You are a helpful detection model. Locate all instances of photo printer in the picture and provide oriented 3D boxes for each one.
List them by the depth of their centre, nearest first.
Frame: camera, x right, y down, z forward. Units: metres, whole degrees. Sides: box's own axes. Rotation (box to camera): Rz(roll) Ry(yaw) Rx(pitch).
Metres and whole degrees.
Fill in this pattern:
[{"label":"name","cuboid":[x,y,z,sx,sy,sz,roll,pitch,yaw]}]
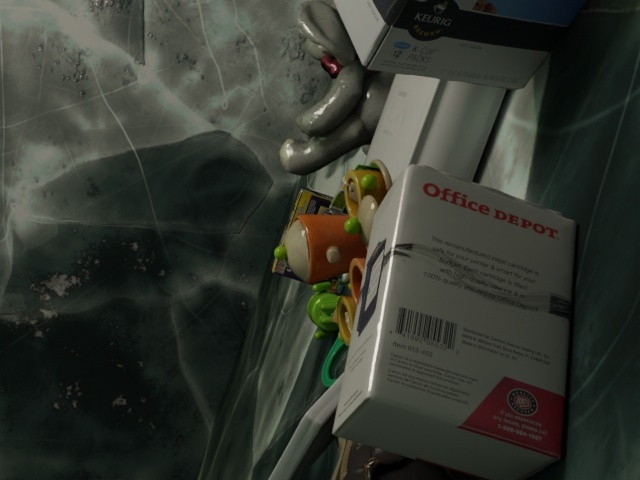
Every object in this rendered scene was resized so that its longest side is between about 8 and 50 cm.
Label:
[{"label":"photo printer","cuboid":[0.155,-0.169,1.351,0.256,0.107,0.308,-125,53,-75]}]

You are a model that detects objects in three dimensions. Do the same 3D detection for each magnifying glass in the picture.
[{"label":"magnifying glass","cuboid":[0.053,0.126,1.444,0.092,0.026,0.231,-35,27,38]}]

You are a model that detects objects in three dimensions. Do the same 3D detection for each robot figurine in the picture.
[{"label":"robot figurine","cuboid":[0.012,0.126,1.780,0.115,0.067,0.101,-164,69,-81]}]

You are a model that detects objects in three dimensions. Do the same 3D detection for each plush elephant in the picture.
[{"label":"plush elephant","cuboid":[0.063,-0.289,1.622,0.330,0.271,0.255,-34,77,52]}]

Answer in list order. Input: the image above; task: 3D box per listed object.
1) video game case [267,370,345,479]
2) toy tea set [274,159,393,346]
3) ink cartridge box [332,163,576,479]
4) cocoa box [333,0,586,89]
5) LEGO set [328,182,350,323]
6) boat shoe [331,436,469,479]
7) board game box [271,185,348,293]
[{"label":"video game case","cuboid":[0.032,0.200,1.240,0.285,0.025,0.204,-40,-18,-47]},{"label":"toy tea set","cuboid":[0.026,0.015,1.249,0.336,0.124,0.200,112,147,-61]},{"label":"ink cartridge box","cuboid":[0.123,0.072,0.877,0.100,0.171,0.237,122,164,-56]},{"label":"cocoa box","cuboid":[0.136,-0.378,1.113,0.228,0.231,0.347,-57,42,42]},{"label":"LEGO set","cuboid":[0.052,0.005,1.656,0.132,0.107,0.287,-83,15,-52]},{"label":"boat shoe","cuboid":[0.081,0.212,0.990,0.355,0.132,0.130,-103,32,-71]},{"label":"board game box","cuboid":[0.000,0.000,1.874,0.048,0.141,0.170,-107,37,-75]}]
